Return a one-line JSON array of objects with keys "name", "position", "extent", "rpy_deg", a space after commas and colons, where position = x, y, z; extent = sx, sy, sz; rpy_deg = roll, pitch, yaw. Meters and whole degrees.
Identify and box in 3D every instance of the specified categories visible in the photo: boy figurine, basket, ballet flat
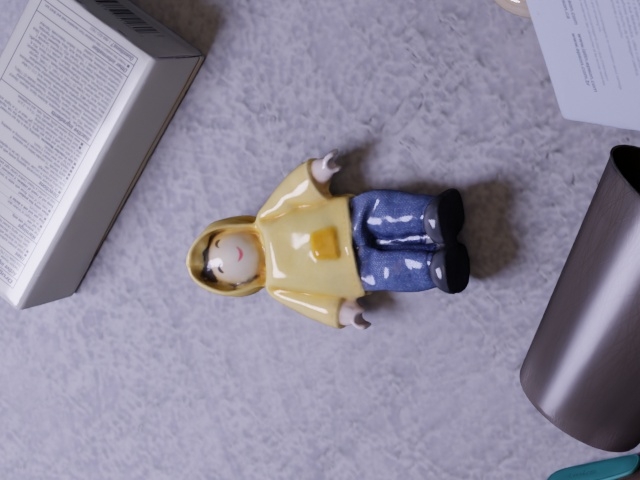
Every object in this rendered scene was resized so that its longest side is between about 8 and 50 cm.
[{"name": "boy figurine", "position": [0.000, 0.000, 1.784], "extent": [0.285, 0.092, 0.177], "rpy_deg": [-2, 99, 22]}, {"name": "basket", "position": [0.288, 0.065, 1.625], "extent": [0.204, 0.154, 0.227], "rpy_deg": [37, 117, 18]}, {"name": "ballet flat", "position": [0.313, 0.226, 1.686], "extent": [0.221, 0.077, 0.079], "rpy_deg": [-23, 105, 30]}]

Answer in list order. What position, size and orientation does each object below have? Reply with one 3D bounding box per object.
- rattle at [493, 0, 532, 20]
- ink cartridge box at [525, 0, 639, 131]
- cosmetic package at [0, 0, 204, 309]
[{"name": "rattle", "position": [0.192, -0.240, 1.698], "extent": [0.200, 0.143, 0.130], "rpy_deg": [31, 76, 34]}, {"name": "ink cartridge box", "position": [0.298, -0.216, 1.431], "extent": [0.330, 0.071, 0.324], "rpy_deg": [12, 138, 39]}, {"name": "cosmetic package", "position": [-0.271, -0.101, 1.882], "extent": [0.160, 0.113, 0.309], "rpy_deg": [38, 111, 16]}]
